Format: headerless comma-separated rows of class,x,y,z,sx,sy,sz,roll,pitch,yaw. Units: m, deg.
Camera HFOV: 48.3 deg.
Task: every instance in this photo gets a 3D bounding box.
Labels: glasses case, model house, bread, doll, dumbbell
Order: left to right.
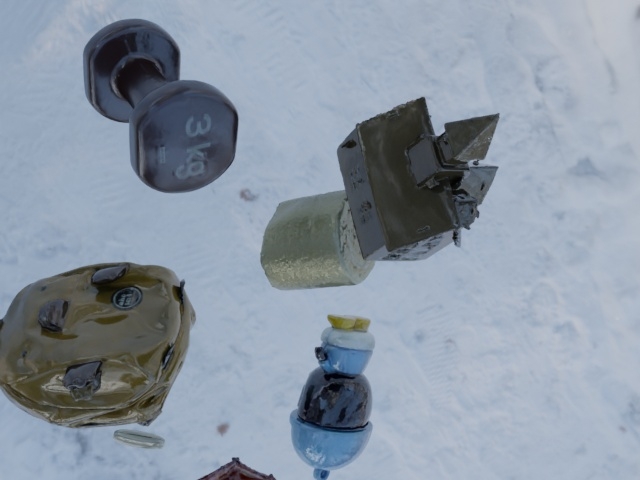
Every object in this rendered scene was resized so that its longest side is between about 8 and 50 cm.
glasses case,-0.292,0.321,1.151,0.083,0.021,0.032,12,139,-7
dumbbell,-0.198,-0.166,0.866,0.123,0.225,0.141,-13,133,-29
bread,0.000,0.000,1.056,0.141,0.148,0.134,-8,110,28
doll,0.028,0.295,1.328,0.177,0.141,0.314,11,89,-47
model house,0.159,-0.092,0.892,0.176,0.181,0.248,-3,162,-28

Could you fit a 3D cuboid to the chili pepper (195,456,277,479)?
chili pepper,-0.145,0.347,0.822,0.136,0.144,0.253,29,142,-8

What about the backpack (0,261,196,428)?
backpack,-0.425,0.184,1.315,0.377,0.354,0.201,-8,134,4
